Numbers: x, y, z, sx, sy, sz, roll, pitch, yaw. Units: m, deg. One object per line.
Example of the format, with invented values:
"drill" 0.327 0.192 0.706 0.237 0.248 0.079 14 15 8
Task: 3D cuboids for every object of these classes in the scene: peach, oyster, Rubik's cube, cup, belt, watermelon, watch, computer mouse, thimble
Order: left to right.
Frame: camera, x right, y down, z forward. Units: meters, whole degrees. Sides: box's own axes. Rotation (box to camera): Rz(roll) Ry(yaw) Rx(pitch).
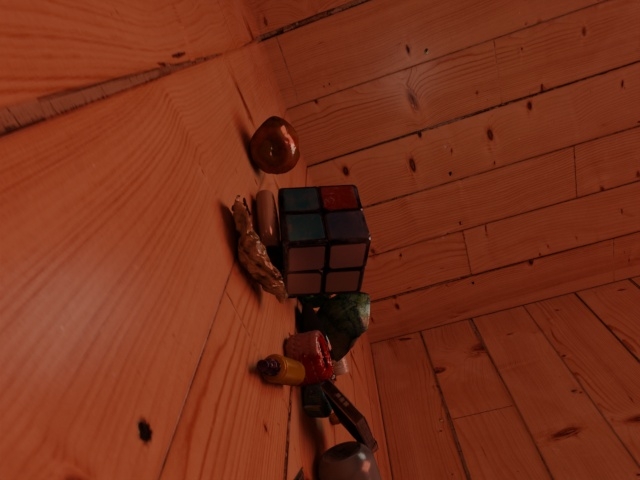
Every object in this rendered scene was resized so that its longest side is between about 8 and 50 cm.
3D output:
"oyster" -0.198 0.042 1.272 0.354 0.107 0.201 61 -11 -5
"peach" -0.189 -0.396 1.736 0.214 0.215 0.235 -96 -171 -51
"thimble" -0.040 0.407 1.459 0.163 0.125 0.189 -92 163 -55
"watch" -0.043 0.220 1.855 0.131 0.166 0.151 -100 -166 -45
"computer mouse" -0.034 0.371 1.693 0.137 0.087 0.269 83 -16 -45
"belt" -0.008 0.563 1.514 0.163 0.082 0.147 70 18 -46
"Rubik's cube" 0.000 0.000 1.625 0.313 0.317 0.318 93 -10 -47
"watermelon" 0.097 0.348 1.809 0.224 0.305 0.180 38 9 25
"cup" 0.113 0.839 1.372 0.205 0.206 0.311 11 61 -81

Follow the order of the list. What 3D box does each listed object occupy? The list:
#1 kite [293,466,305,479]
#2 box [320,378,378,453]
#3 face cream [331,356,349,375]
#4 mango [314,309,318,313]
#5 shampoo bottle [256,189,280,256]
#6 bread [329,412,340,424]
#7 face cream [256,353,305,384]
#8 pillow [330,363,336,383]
"kite" -0.049 0.764 1.076 0.405 0.014 0.368 -95 165 -55
"box" 0.104 0.618 1.463 0.180 0.047 0.324 36 -23 39
"face cream" 0.075 0.538 2.128 0.082 0.082 0.268 43 32 -75
"mango" -0.010 0.373 1.948 0.077 0.063 0.127 -107 176 -56
"shampoo bottle" -0.189 -0.059 1.532 0.127 0.078 0.256 77 1 -60
"bread" 0.064 0.751 1.780 0.062 0.103 0.049 -8 64 -39
"face cream" -0.115 0.365 1.192 0.273 0.078 0.078 57 18 -65
"pillow" 0.024 0.553 1.769 0.179 0.075 0.171 7 66 -83
